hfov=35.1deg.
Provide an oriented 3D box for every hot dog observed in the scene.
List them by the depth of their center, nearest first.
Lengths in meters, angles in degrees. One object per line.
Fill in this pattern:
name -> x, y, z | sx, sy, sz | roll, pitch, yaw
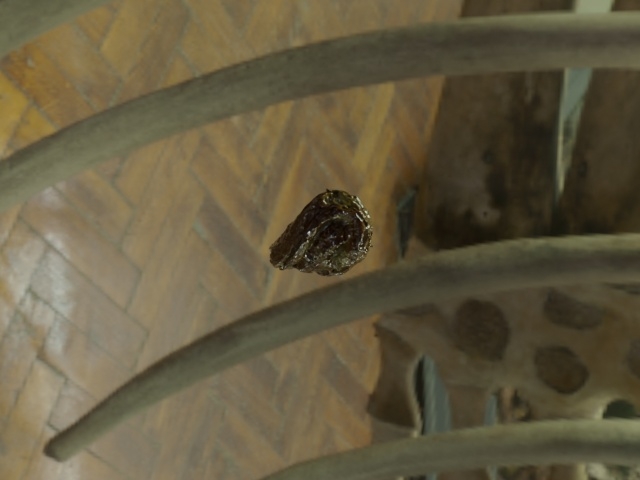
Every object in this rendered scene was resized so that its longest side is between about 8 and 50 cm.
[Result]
hot dog -> 0.000, 0.000, 0.645 | 0.058, 0.083, 0.035 | 3, 64, -23
